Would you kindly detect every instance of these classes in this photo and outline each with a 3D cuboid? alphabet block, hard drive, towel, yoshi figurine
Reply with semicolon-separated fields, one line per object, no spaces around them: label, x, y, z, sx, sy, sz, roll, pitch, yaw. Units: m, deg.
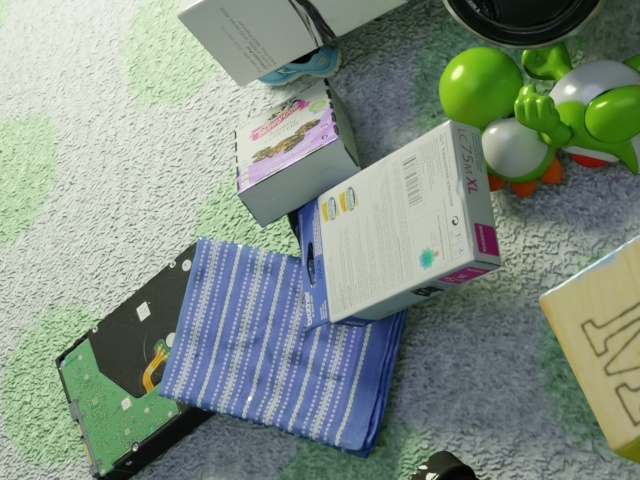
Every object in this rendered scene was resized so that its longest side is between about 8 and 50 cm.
alphabet block;0.389;0.117;1.281;0.193;0.192;0.197;-36;55;22
hard drive;-0.243;0.186;1.787;0.339;0.064;0.237;-39;55;17
towel;-0.053;0.140;1.618;0.335;0.040;0.243;12;85;22
yoshi figurine;0.287;-0.187;1.457;0.362;0.203;0.203;-17;65;37

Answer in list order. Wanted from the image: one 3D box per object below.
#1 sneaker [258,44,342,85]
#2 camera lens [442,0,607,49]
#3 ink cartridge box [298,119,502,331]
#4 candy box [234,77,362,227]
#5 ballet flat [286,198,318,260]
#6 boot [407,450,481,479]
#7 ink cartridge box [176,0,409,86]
sneaker;-0.048;-0.284;1.811;0.162;0.073;0.063;-5;71;34
camera lens;0.266;-0.372;1.453;0.219;0.274;0.219;8;119;15
ink cartridge box;0.090;-0.006;1.502;0.311;0.065;0.186;-27;61;43
candy box;-0.037;-0.129;1.682;0.164;0.070;0.196;-29;31;12
ballet flat;0.000;0.000;1.676;0.074;0.074;0.203;-21;69;28
boot;0.152;0.444;1.367;0.260;0.131;0.348;34;94;39
ink cartridge box;0.004;-0.436;1.717;0.394;0.166;0.286;-23;39;28
